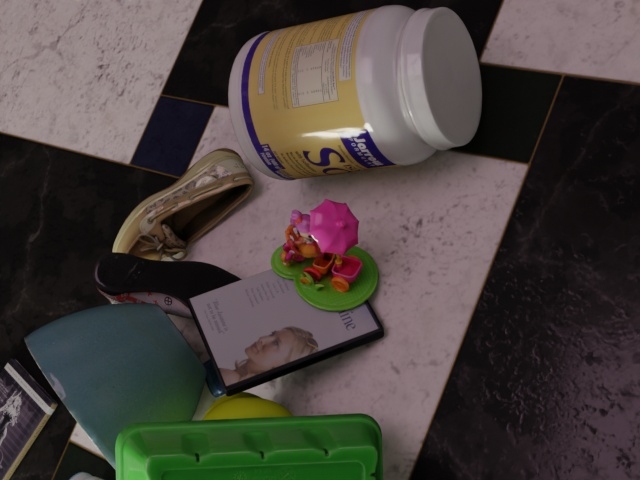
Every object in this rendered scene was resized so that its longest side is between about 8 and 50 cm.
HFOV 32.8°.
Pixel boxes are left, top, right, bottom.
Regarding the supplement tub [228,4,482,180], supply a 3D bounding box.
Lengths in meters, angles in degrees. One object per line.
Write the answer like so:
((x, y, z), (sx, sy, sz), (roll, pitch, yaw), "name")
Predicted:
((0.053, -0.224, 1.656), (0.331, 0.241, 0.241), (-5, 67, 33), "supplement tub")

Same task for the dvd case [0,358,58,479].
((-0.578, 0.345, 1.968), (0.164, 0.018, 0.221), (33, 90, 40), "dvd case")

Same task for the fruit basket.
((-0.095, 0.347, 1.488), (0.392, 0.392, 0.283), (-8, 79, 31), "fruit basket")

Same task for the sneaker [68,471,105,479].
((-0.392, 0.491, 1.734), (0.092, 0.087, 0.228), (11, 78, 35), "sneaker")

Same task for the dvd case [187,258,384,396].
((-0.054, 0.116, 1.634), (0.253, 0.022, 0.180), (-20, 53, -12), "dvd case")

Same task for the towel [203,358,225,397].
((-0.134, 0.195, 1.729), (0.119, 0.029, 0.067), (-35, 55, 16), "towel")

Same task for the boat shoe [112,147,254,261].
((-0.237, -0.038, 1.855), (0.285, 0.104, 0.089), (-43, 50, 10), "boat shoe")

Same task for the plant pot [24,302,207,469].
((-0.293, 0.210, 1.695), (0.195, 0.290, 0.290), (-36, 51, -10), "plant pot")

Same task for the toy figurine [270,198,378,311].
((0.000, 0.000, 1.606), (0.173, 0.159, 0.130), (21, 56, 19), "toy figurine")

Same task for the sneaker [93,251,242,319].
((-0.238, 0.088, 1.808), (0.270, 0.145, 0.090), (12, 74, 0), "sneaker")
